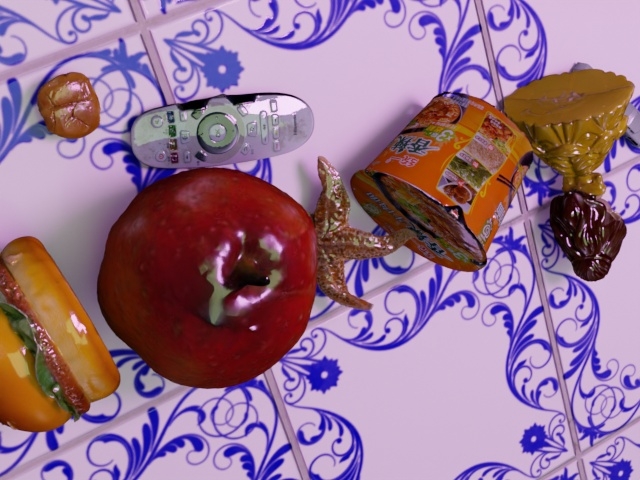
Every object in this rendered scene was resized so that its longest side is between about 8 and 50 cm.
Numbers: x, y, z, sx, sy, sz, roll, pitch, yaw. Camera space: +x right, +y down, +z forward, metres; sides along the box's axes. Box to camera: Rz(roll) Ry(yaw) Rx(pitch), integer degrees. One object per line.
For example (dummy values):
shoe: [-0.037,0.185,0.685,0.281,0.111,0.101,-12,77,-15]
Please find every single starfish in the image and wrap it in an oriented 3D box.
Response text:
starfish: [0.000,0.000,1.380,0.277,0.062,0.236,-17,106,4]

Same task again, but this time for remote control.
remote control: [-0.131,-0.151,1.303,0.256,0.045,0.097,-7,106,-21]

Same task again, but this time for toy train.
toy train: [0.484,-0.217,1.587,0.207,0.047,0.043,33,89,-28]

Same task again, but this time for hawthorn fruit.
hawthorn fruit: [-0.120,0.047,1.187,0.285,0.369,0.285,2,86,-23]

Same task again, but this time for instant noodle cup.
instant noodle cup: [0.186,-0.090,1.387,0.230,0.230,0.182,46,72,-29]

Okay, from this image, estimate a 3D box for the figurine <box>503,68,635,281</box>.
figurine: [0.416,-0.095,1.540,0.187,0.168,0.315,-18,123,2]

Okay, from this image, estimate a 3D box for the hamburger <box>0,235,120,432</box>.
hamburger: [-0.362,0.121,1.162,0.170,0.246,0.246,-33,116,-12]

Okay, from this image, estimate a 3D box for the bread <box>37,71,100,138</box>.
bread: [-0.315,-0.170,1.205,0.081,0.046,0.083,7,100,-30]
